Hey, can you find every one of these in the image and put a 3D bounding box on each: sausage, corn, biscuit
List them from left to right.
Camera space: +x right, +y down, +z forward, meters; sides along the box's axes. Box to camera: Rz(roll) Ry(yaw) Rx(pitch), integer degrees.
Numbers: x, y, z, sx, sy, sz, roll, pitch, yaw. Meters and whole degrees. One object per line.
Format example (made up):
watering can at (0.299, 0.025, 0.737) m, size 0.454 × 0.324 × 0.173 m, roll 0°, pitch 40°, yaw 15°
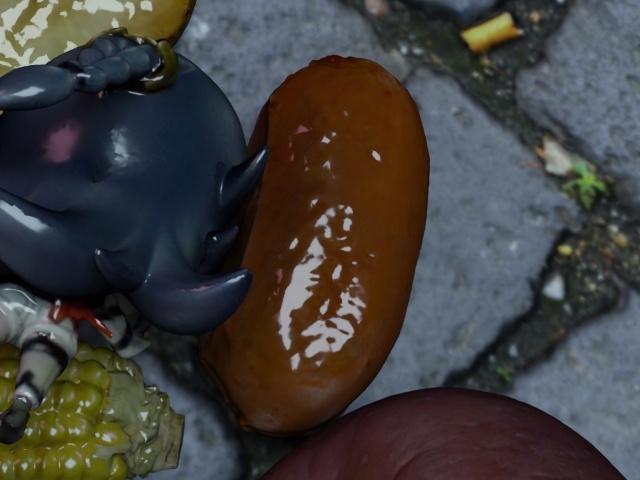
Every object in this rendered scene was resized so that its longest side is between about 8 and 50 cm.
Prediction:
corn at (-0.250, 0.114, 0.694) m, size 0.347 × 0.130 × 0.130 m, roll 2°, pitch 73°, yaw -11°
biscuit at (-0.185, -0.181, 0.847) m, size 0.260 × 0.041 × 0.203 m, roll -39°, pitch 83°, yaw -22°
sausage at (0.003, 0.001, 0.793) m, size 0.133 × 0.133 × 0.258 m, roll 17°, pitch 69°, yaw -9°

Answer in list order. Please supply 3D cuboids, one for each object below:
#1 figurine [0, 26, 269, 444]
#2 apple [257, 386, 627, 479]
figurine at (-0.130, -0.015, 0.683) m, size 0.175 × 0.265 × 0.197 m, roll 41°, pitch 100°, yaw -17°
apple at (0.063, 0.233, 0.660) m, size 0.235 × 0.305 × 0.306 m, roll 45°, pitch 65°, yaw -31°
